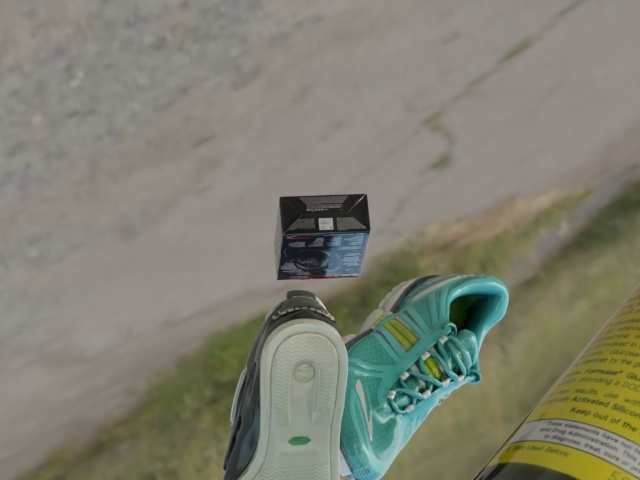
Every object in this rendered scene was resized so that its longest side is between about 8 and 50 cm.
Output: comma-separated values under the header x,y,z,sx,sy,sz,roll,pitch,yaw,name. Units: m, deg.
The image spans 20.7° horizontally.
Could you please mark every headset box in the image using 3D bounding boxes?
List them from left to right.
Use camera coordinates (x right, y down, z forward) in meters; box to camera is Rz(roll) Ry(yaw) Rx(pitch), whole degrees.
x,y,z,sx,sy,sz,roll,pitch,yaw,name
0.000,0.000,1.233,0.062,0.032,0.083,-2,155,-5,headset box

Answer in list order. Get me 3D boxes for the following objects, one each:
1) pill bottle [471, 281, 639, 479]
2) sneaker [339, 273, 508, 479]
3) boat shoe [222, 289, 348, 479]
x,y,z,sx,sy,sz,roll,pitch,yaw,name
0.233,0.117,1.032,0.334,0.188,0.188,-45,176,-28,pill bottle
0.081,0.108,1.526,0.110,0.107,0.275,-12,-153,35,sneaker
-0.030,0.150,1.295,0.084,0.079,0.233,5,113,-17,boat shoe
